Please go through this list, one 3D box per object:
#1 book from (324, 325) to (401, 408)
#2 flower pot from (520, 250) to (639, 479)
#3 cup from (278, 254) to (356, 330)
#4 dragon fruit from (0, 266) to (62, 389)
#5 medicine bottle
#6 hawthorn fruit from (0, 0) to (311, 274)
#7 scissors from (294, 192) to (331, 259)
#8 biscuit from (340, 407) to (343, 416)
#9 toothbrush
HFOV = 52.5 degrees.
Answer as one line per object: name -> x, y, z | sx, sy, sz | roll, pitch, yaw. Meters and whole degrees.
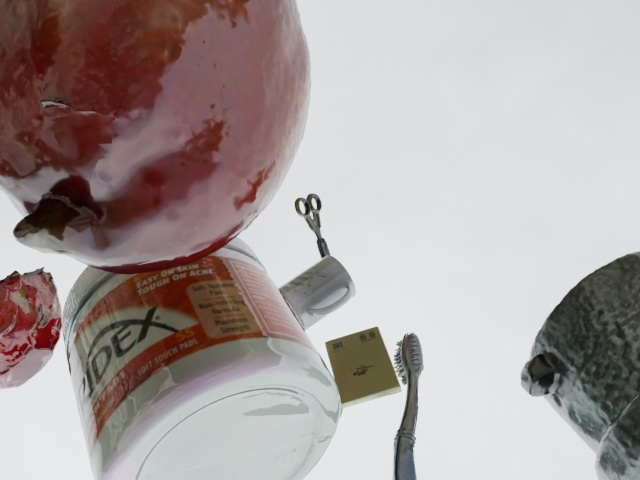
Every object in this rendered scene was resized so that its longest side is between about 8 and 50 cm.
book -> 0.053, 0.162, 0.835 | 0.077, 0.014, 0.111 | -17, -143, 0
flower pot -> 0.414, 0.174, 0.743 | 0.299, 0.299, 0.283 | -37, -136, 3
cup -> -0.005, 0.097, 1.244 | 0.133, 0.136, 0.099 | -32, -96, -19
dragon fruit -> -0.574, 0.169, 1.179 | 0.262, 0.189, 0.163 | -49, -163, -13
medicine bottle -> -0.135, 0.147, 0.710 | 0.252, 0.252, 0.241 | -39, -135, 1
hawthorn fruit -> -0.138, -0.122, 0.534 | 0.294, 0.295, 0.312 | -19, -108, 19
scissors -> 0.000, 0.000, 1.493 | 0.017, 0.220, 0.088 | -15, -175, 37
biscuit -> -0.042, 0.323, 1.225 | 0.183, 0.134, 0.027 | -2, -152, 4
toothbrush -> 0.097, 0.278, 0.742 | 0.042, 0.035, 0.414 | -52, -160, 42
